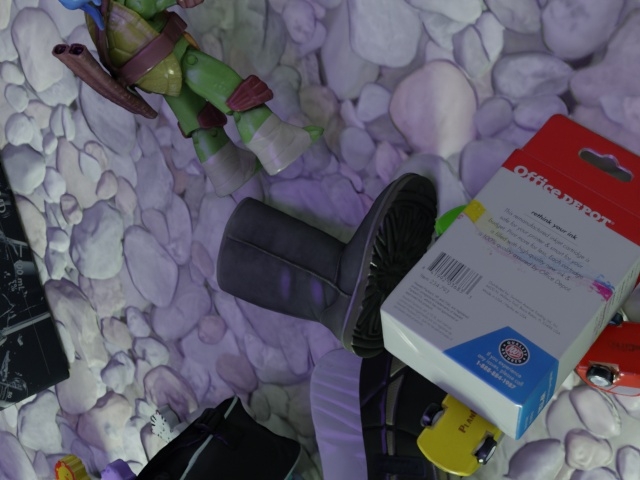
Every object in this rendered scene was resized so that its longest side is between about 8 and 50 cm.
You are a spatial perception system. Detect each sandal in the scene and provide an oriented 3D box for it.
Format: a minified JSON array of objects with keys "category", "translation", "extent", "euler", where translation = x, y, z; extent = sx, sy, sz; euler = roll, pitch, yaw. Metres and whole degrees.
[{"category":"sandal","translation":[0.101,0.183,1.006],"extent":[0.120,0.086,0.303],"euler":[6,93,46]},{"category":"sandal","translation":[0.055,0.239,1.085],"extent":[0.101,0.076,0.265],"euler":[-12,77,16]}]

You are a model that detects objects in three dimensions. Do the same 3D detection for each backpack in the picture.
[{"category":"backpack","translation":[-0.131,0.308,1.148],"extent":[0.191,0.225,0.253],"euler":[42,139,-9]}]

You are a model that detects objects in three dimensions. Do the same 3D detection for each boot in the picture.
[{"category":"boot","translation":[-0.001,-0.002,1.042],"extent":[0.208,0.076,0.190],"euler":[29,98,48]}]

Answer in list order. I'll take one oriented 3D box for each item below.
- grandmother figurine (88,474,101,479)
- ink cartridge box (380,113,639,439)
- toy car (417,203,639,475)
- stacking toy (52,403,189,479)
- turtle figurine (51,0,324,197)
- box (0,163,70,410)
[{"category":"grandmother figurine","translation":[-0.311,0.469,1.439],"extent":[0.207,0.104,0.343],"euler":[4,108,8]},{"category":"ink cartridge box","translation":[0.169,0.022,0.858],"extent":[0.134,0.231,0.078],"euler":[34,159,24]},{"category":"toy car","translation":[0.163,0.068,0.910],"extent":[0.053,0.239,0.225],"euler":[77,171,-58]},{"category":"stacking toy","translation":[-0.248,0.307,1.279],"extent":[0.052,0.167,0.221],"euler":[36,126,25]},{"category":"turtle figurine","translation":[-0.108,-0.195,1.032],"extent":[0.197,0.275,0.266],"euler":[-32,106,19]},{"category":"box","translation":[-0.520,0.068,1.310],"extent":[0.179,0.312,0.343],"euler":[-10,100,39]}]
